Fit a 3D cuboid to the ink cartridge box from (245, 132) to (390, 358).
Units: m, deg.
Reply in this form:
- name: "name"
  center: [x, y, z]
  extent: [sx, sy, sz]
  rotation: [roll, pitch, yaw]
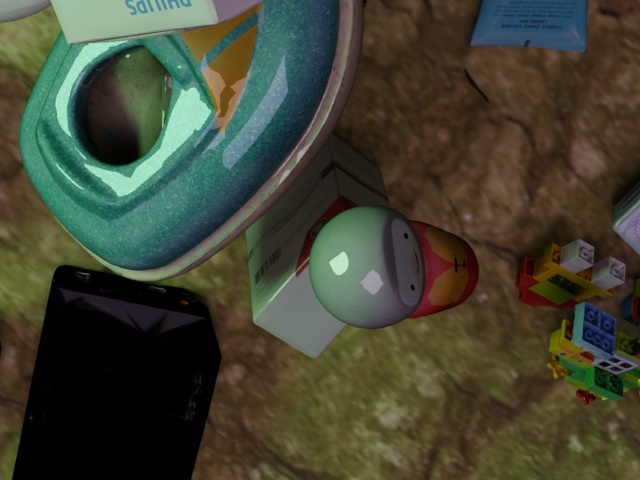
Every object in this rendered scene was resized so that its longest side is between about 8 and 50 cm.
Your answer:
- name: "ink cartridge box"
  center: [0.000, 0.000, 1.030]
  extent: [0.056, 0.135, 0.099]
  rotation: [33, 112, -21]

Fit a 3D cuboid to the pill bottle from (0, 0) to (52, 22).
- name: "pill bottle"
  center: [-0.181, -0.215, 0.863]
  extent: [0.121, 0.216, 0.121]
  rotation: [-1, 118, -3]

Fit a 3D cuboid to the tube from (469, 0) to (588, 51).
- name: "tube"
  center: [0.149, -0.217, 0.975]
  extent: [0.080, 0.052, 0.207]
  rotation: [4, 123, 0]

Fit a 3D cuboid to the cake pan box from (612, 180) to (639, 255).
- name: "cake pan box"
  center: [0.372, -0.016, 1.036]
  extent: [0.246, 0.070, 0.267]
  rotation: [46, 109, 2]

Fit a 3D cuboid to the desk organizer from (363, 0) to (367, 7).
- name: "desk organizer"
  center: [-0.031, -0.135, 1.008]
  extent: [0.050, 0.047, 0.130]
  rotation: [39, 109, -17]

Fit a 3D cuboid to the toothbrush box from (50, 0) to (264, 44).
- name: "toothbrush box"
  center: [-0.063, -0.272, 0.730]
  extent: [0.126, 0.216, 0.295]
  rotation: [0, 118, 47]

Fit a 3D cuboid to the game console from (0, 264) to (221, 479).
- name: "game console"
  center: [-0.263, 0.108, 1.125]
  extent: [0.361, 0.044, 0.213]
  rotation: [11, 116, -8]

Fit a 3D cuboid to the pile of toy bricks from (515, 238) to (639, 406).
- name: "pile of toy bricks"
  center: [0.225, 0.094, 1.119]
  extent: [0.212, 0.118, 0.105]
  rotation: [27, 146, -25]

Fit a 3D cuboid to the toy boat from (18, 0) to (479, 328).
- name: "toy boat"
  center: [-0.041, -0.064, 0.891]
  extent: [0.318, 0.148, 0.267]
  rotation: [42, 106, 22]
